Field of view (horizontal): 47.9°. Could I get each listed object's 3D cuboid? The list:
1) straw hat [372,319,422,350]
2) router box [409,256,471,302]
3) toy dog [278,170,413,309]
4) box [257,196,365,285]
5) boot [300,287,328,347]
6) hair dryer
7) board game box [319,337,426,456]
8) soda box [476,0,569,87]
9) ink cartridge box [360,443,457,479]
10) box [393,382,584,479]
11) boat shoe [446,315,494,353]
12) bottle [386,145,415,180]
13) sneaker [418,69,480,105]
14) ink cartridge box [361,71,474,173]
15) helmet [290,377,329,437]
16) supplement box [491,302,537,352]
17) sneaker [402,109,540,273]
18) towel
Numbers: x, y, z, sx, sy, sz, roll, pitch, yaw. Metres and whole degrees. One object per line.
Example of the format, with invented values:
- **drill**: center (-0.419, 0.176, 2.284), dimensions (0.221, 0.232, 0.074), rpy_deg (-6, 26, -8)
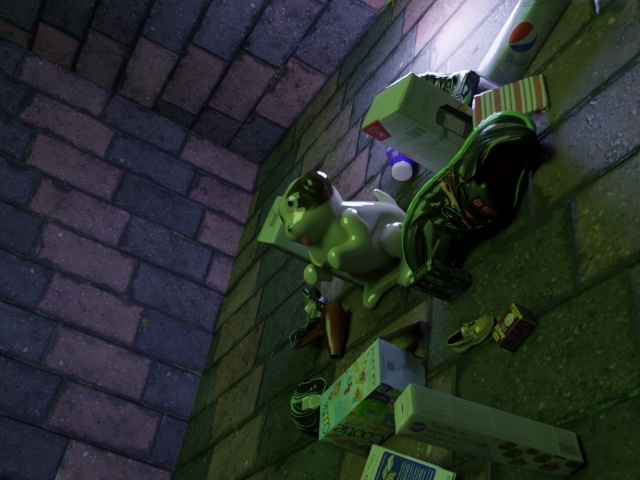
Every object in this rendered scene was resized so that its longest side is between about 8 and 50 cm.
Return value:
- **straw hat**: center (0.213, 0.260, 1.878), dimensions (0.144, 0.145, 0.061), rpy_deg (-36, 73, 56)
- **router box**: center (0.296, 0.098, 1.774), dimensions (0.092, 0.123, 0.038), rpy_deg (-49, 28, 42)
- **toy dog**: center (0.072, -0.043, 2.119), dimensions (0.285, 0.408, 0.395), rpy_deg (-31, 38, 59)
- **box**: center (0.000, 0.000, 2.361), dimensions (0.168, 0.345, 0.215), rpy_deg (-66, 18, -6)
- **boot**: center (-0.041, 0.270, 2.540), dimensions (0.161, 0.084, 0.246), rpy_deg (-64, 23, 6)
- **hair dryer**: center (0.008, 0.299, 2.358), dimensions (0.293, 0.080, 0.223), rpy_deg (39, 110, 61)
- **board game box**: center (0.128, 0.399, 1.808), dimensions (0.275, 0.142, 0.144), rpy_deg (-51, 23, 35)
- **soda box**: center (0.552, -0.557, 1.979), dimensions (0.286, 0.091, 0.098), rpy_deg (-59, 19, 16)
- **ink cartridge box**: center (0.186, 0.560, 1.560), dimensions (0.175, 0.069, 0.371), rpy_deg (-69, 16, -14)
- **box**: center (0.280, 0.321, 1.199), dimensions (0.067, 0.324, 0.063), rpy_deg (-90, 23, -52)
- **boat shoe**: center (0.337, 0.211, 1.632), dimensions (0.135, 0.045, 0.050), rpy_deg (-50, 23, 37)
- **bottle**: center (0.276, -0.316, 2.424), dimensions (0.118, 0.092, 0.282), rpy_deg (-47, 25, 41)
- **sneaker**: center (0.376, -0.464, 2.258), dimensions (0.134, 0.146, 0.343), rpy_deg (-68, 19, -10)
- **ink cartridge box**: center (0.302, -0.311, 2.002), dimensions (0.226, 0.306, 0.131), rpy_deg (-15, 51, 66)
- **helmet**: center (-0.008, 0.475, 2.054), dimensions (0.162, 0.169, 0.169), rpy_deg (-22, 43, 41)
- **supplement box**: center (0.401, 0.181, 1.499), dimensions (0.083, 0.043, 0.055), rpy_deg (-58, 20, 20)
- **sneaker**: center (0.359, -0.098, 1.765), dimensions (0.482, 0.185, 0.202), rpy_deg (-59, 15, 19)
- **towel**: center (0.491, -0.353, 1.867), dimensions (0.197, 0.029, 0.144), rpy_deg (-15, 44, 26)
